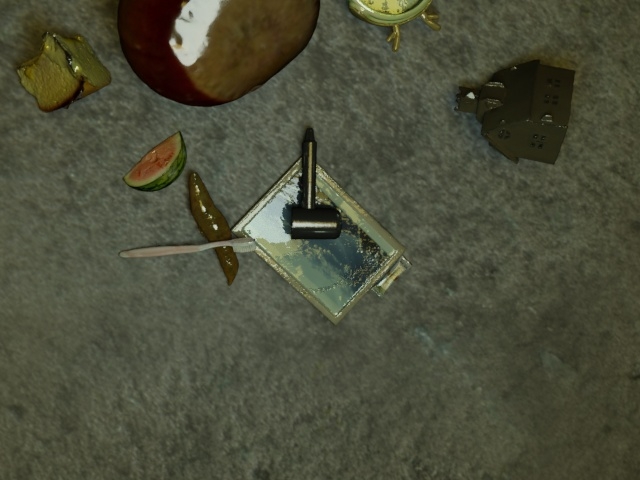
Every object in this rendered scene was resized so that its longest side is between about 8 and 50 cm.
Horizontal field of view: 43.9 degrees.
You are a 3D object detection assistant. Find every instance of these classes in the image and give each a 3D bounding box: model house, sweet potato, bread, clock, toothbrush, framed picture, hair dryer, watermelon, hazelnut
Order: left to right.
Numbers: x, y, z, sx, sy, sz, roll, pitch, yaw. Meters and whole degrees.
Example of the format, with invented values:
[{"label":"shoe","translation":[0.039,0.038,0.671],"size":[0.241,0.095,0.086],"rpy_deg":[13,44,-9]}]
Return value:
[{"label":"bread","translation":[-0.526,-0.337,1.596],"size":[0.169,0.160,0.140],"rpy_deg":[-32,103,-5]},{"label":"watermelon","translation":[-0.339,-0.150,1.723],"size":[0.163,0.087,0.069],"rpy_deg":[-39,140,0]},{"label":"toothbrush","translation":[-0.290,0.022,1.731],"size":[0.307,0.025,0.029],"rpy_deg":[-5,125,6]},{"label":"sweet potato","translation":[-0.233,-0.023,1.752],"size":[0.067,0.067,0.274],"rpy_deg":[-22,106,-7]},{"label":"hazelnut","translation":[-0.200,-0.451,1.566],"size":[0.409,0.359,0.359],"rpy_deg":[-32,103,0]},{"label":"hair dryer","translation":[-0.010,-0.125,1.762],"size":[0.114,0.070,0.248],"rpy_deg":[1,90,-9]},{"label":"framed picture","translation":[0.000,0.000,1.819],"size":[0.335,0.022,0.247],"rpy_deg":[44,89,-14]},{"label":"clock","translation":[0.145,-0.573,1.720],"size":[0.235,0.096,0.308],"rpy_deg":[-27,103,-7]},{"label":"model house","translation":[0.421,-0.280,1.782],"size":[0.243,0.204,0.211],"rpy_deg":[13,53,9]}]

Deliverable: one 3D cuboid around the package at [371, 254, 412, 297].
[{"label":"package","translation":[0.168,0.085,1.867],"size":[0.037,0.015,0.110],"rpy_deg":[44,87,-8]}]
